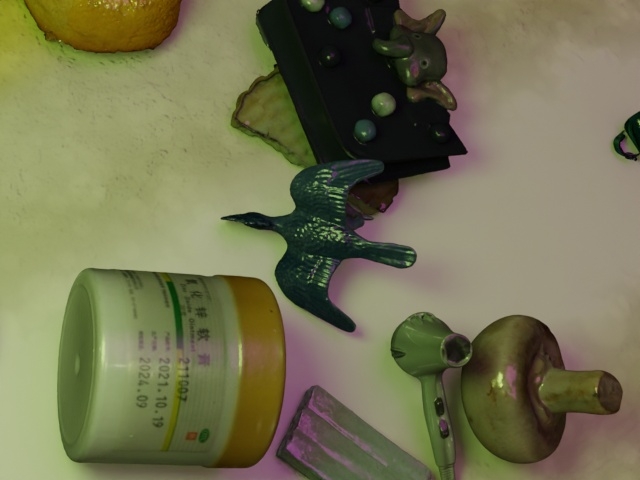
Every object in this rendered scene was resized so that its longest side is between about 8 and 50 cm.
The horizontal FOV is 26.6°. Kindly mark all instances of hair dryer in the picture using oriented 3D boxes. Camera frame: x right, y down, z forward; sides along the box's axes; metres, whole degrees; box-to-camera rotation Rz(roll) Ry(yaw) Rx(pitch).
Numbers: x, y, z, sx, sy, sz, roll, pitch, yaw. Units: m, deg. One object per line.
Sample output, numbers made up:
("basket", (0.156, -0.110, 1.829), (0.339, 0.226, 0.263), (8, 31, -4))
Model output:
("hair dryer", (0.168, 0.211, 1.795), (0.092, 0.229, 0.267), (-12, 72, -11))

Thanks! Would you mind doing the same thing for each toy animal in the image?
("toy animal", (0.000, 0.000, 1.866), (0.176, 0.255, 0.239), (-13, 113, -53))

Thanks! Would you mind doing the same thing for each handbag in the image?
("handbag", (0.081, -0.250, 2.005), (0.269, 0.118, 0.326), (-11, 71, -34))

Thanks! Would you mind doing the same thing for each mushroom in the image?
("mushroom", (0.303, 0.203, 1.856), (0.207, 0.215, 0.207), (9, 79, -55))

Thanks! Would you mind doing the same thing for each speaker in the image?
("speaker", (0.530, -0.169, 2.249), (0.094, 0.060, 0.075), (-31, 80, 3))

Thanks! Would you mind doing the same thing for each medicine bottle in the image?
("medicine bottle", (-0.186, 0.155, 1.648), (0.231, 0.238, 0.238), (5, 65, -23))

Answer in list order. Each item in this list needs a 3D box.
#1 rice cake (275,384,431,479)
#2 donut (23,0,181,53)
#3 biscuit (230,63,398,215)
("rice cake", (0.049, 0.299, 1.809), (0.211, 0.038, 0.124), (33, 57, -8))
("donut", (-0.311, -0.376, 1.923), (0.253, 0.118, 0.253), (10, 50, -12))
("biscuit", (0.012, -0.164, 2.010), (0.273, 0.036, 0.187), (35, 57, -6))
